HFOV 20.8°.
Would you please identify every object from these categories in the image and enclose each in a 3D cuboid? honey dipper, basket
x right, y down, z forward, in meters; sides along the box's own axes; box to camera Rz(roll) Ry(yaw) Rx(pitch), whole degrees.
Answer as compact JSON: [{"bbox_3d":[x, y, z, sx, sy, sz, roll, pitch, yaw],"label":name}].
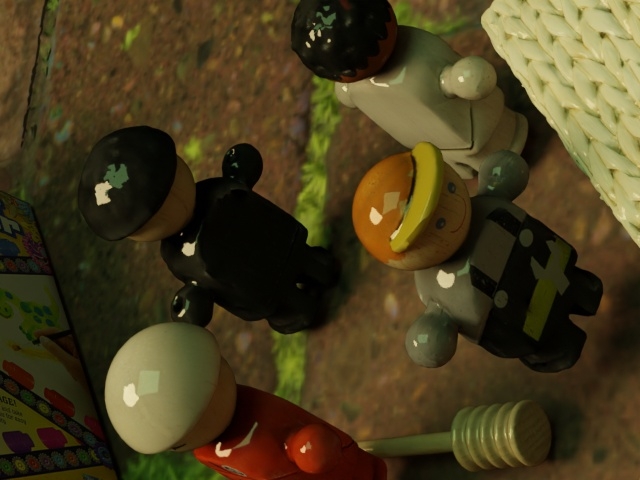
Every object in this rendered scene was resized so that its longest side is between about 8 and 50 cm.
[{"bbox_3d":[0.037,0.097,0.828,0.161,0.030,0.030,-11,65,43],"label":"honey dipper"},{"bbox_3d":[0.159,-0.067,0.731,0.103,0.113,0.167,-47,47,22],"label":"basket"}]

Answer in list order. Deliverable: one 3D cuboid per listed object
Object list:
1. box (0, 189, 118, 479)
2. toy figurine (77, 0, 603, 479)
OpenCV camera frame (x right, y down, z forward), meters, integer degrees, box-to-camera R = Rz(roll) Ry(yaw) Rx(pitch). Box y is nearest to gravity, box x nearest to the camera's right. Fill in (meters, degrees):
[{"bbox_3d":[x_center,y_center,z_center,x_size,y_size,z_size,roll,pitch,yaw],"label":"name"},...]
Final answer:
[{"bbox_3d":[-0.291,0.135,1.003,0.290,0.177,0.279,-43,48,20],"label":"box"},{"bbox_3d":[0.000,0.000,0.796,0.209,0.148,0.213,-38,38,24],"label":"toy figurine"}]
